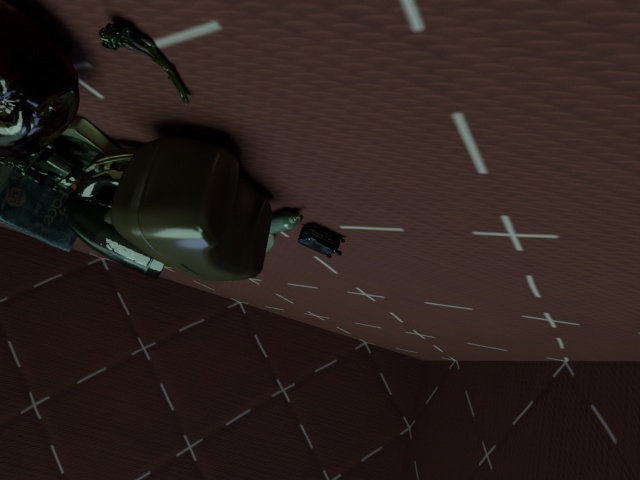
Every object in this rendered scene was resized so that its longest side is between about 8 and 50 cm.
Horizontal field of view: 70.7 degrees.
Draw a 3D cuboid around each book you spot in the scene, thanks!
[{"bbox_3d":[-0.613,-0.218,1.261,0.260,0.043,0.371,8,161,26],"label":"book"}]

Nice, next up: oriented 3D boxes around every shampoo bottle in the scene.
[{"bbox_3d":[-0.102,-0.054,1.274,0.056,0.056,0.195,27,159,-29],"label":"shampoo bottle"}]

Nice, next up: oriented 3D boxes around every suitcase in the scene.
[{"bbox_3d":[0.000,0.000,1.336,0.126,0.059,0.086,25,159,-23],"label":"suitcase"}]

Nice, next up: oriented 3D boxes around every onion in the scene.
[{"bbox_3d":[-0.574,-0.286,0.763,0.313,0.233,0.314,-7,153,-4],"label":"onion"}]

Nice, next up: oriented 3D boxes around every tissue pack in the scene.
[{"bbox_3d":[-0.297,-0.060,1.070,0.276,0.268,0.387,7,162,15],"label":"tissue pack"},{"bbox_3d":[-0.939,-0.125,1.518,0.103,0.228,0.316,14,163,25],"label":"tissue pack"}]

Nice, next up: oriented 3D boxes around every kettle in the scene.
[{"bbox_3d":[-0.579,-0.069,1.333,0.323,0.229,0.321,26,137,-18],"label":"kettle"}]

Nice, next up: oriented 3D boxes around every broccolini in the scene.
[{"bbox_3d":[-0.275,-0.291,0.751,0.052,0.054,0.194,-15,151,24],"label":"broccolini"}]

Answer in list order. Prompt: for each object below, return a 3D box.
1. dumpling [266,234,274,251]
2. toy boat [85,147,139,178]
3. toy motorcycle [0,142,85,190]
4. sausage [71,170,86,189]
[{"bbox_3d":[-0.230,-0.003,1.480,0.154,0.112,0.181,-14,171,-6],"label":"dumpling"},{"bbox_3d":[-0.475,-0.183,1.115,0.205,0.072,0.064,-6,155,8],"label":"toy boat"},{"bbox_3d":[-0.687,-0.196,1.118,0.275,0.127,0.205,8,158,42],"label":"toy motorcycle"},{"bbox_3d":[-0.757,-0.192,1.408,0.074,0.074,0.274,8,160,24],"label":"sausage"}]
